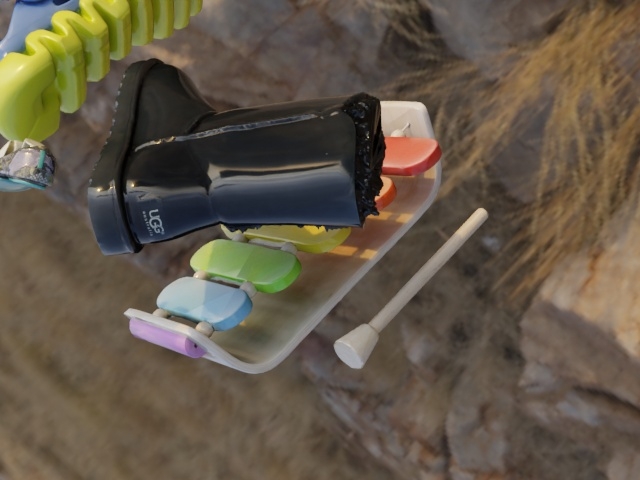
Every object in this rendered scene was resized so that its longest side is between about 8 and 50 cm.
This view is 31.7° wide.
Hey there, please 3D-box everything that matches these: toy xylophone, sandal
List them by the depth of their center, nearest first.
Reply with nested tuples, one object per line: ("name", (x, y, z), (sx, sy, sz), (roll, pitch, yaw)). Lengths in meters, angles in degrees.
("toy xylophone", (0.000, 0.000, 0.964), (0.236, 0.322, 0.081), (1, 131, 46))
("sandal", (-0.212, -0.227, 1.023), (0.138, 0.317, 0.126), (35, 145, 15))

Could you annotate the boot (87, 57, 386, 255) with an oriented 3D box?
("boot", (-0.054, -0.076, 0.867), (0.246, 0.207, 0.094), (-88, -10, -59))

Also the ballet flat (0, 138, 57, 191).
("ballet flat", (-0.225, -0.057, 0.848), (0.041, 0.041, 0.114), (55, 155, -20))
